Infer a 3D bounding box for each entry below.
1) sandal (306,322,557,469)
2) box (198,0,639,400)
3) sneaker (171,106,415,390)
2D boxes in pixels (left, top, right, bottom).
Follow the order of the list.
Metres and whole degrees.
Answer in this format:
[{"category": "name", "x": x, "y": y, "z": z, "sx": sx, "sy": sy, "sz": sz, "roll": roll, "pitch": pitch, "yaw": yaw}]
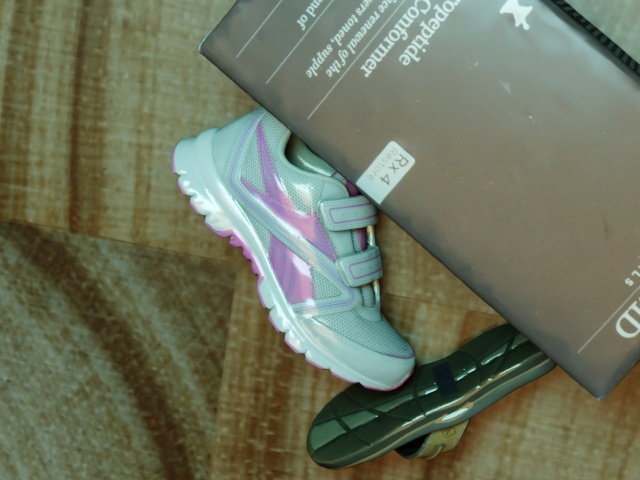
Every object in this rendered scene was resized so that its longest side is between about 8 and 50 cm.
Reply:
[{"category": "sandal", "x": 0.092, "y": 0.130, "z": 1.149, "sx": 0.219, "sy": 0.090, "sz": 0.060, "roll": -26, "pitch": 116, "yaw": 8}, {"category": "box", "x": 0.121, "y": -0.088, "z": 1.057, "sx": 0.381, "sy": 0.143, "sz": 0.191, "roll": 40, "pitch": 106, "yaw": 3}, {"category": "sneaker", "x": 0.000, "y": 0.000, "z": 1.122, "sx": 0.111, "sy": 0.103, "sz": 0.252, "roll": -37, "pitch": 92, "yaw": 17}]
